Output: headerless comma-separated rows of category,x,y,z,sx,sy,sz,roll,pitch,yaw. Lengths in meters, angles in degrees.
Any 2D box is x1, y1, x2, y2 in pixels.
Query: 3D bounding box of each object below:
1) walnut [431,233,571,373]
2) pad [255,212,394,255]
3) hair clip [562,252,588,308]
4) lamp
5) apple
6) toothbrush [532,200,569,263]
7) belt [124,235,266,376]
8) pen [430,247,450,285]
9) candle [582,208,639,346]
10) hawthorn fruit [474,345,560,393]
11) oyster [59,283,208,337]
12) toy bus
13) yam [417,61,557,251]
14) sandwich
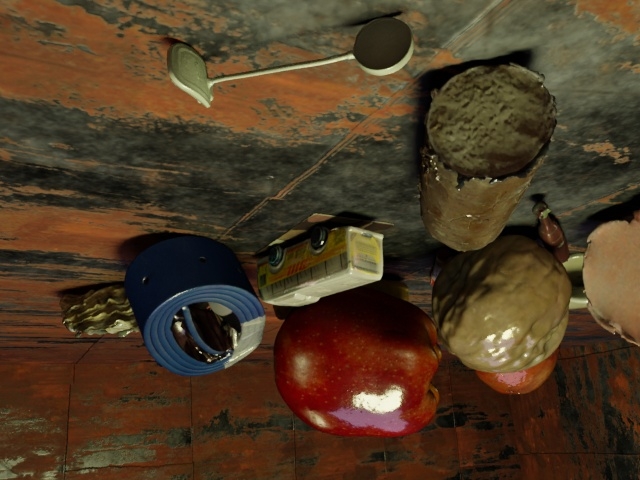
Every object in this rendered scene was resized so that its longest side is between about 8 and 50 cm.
walnut,0.335,0.115,1.092,0.273,0.273,0.227,17,-165,-49
pad,0.000,0.000,1.046,0.158,0.003,0.235,6,160,-30
hair clip,0.589,0.108,1.342,0.173,0.113,0.282,-10,162,17
lamp,-0.024,-0.152,0.484,0.198,0.050,0.056,-8,160,14
apple,0.067,0.232,1.112,0.317,0.288,0.288,6,165,13
toothbrush,0.410,-0.011,1.047,0.041,0.040,0.364,-12,161,23
belt,-0.218,0.124,1.064,0.212,0.117,0.347,-28,151,-9
pen,0.252,0.061,1.255,0.028,0.028,0.239,-6,162,5
candle,0.568,0.060,0.889,0.132,0.287,0.317,3,146,-19
hawthorn fruit,0.556,0.270,1.658,0.276,0.276,0.307,6,137,-30
oyster,-0.392,0.149,1.263,0.352,0.114,0.238,-1,171,5
toy bus,-0.008,0.046,1.006,0.092,0.106,0.268,14,156,-37
yam,0.169,-0.075,0.659,0.131,0.131,0.279,-6,163,6
sandwich,0.053,0.135,1.344,0.251,0.087,0.226,13,155,-43
